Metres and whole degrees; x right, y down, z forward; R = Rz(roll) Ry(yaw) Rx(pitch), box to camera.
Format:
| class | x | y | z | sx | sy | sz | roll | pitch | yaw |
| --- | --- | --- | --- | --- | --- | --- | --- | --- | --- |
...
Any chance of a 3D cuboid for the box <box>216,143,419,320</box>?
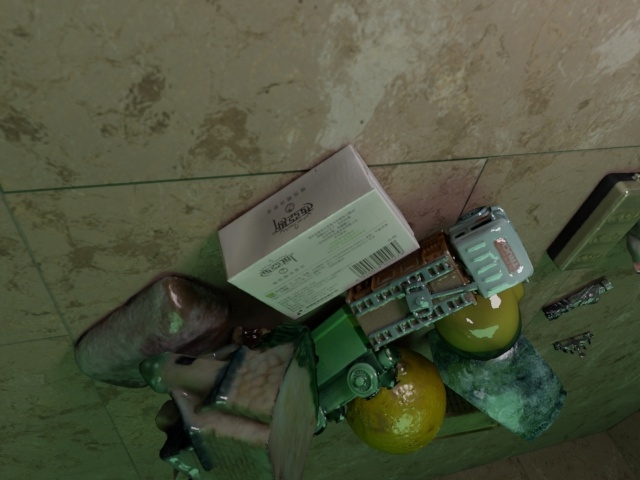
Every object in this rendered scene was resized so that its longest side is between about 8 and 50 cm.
| class | x | y | z | sx | sy | sz | roll | pitch | yaw |
| --- | --- | --- | --- | --- | --- | --- | --- | --- | --- |
| box | 0.000 | 0.000 | 0.759 | 0.261 | 0.111 | 0.194 | -29 | 142 | 14 |

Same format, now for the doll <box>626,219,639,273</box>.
| class | x | y | z | sx | sy | sz | roll | pitch | yaw |
| --- | --- | --- | --- | --- | --- | --- | --- | --- | --- |
| doll | 0.741 | -0.024 | 1.048 | 0.111 | 0.106 | 0.180 | -19 | 139 | -3 |

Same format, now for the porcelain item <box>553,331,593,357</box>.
| class | x | y | z | sx | sy | sz | roll | pitch | yaw |
| --- | --- | --- | --- | --- | --- | --- | --- | --- | --- |
| porcelain item | 0.846 | 0.353 | 1.560 | 0.136 | 0.075 | 0.021 | -17 | 140 | -2 |

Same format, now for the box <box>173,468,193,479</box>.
| class | x | y | z | sx | sy | sz | roll | pitch | yaw |
| --- | --- | --- | --- | --- | --- | --- | --- | --- | --- |
| box | -0.293 | 0.596 | 1.373 | 0.200 | 0.065 | 0.343 | 4 | 135 | -28 |

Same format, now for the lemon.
| class | x | y | z | sx | sy | sz | roll | pitch | yaw |
| --- | --- | --- | --- | --- | --- | --- | --- | --- | --- |
| lemon | 0.180 | 0.389 | 1.178 | 0.258 | 0.257 | 0.310 | -14 | 142 | -7 |

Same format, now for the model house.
| class | x | y | z | sx | sy | sz | roll | pitch | yaw |
| --- | --- | --- | --- | --- | --- | --- | --- | --- | --- |
| model house | -0.163 | 0.294 | 0.845 | 0.285 | 0.243 | 0.298 | 3 | 129 | 11 |

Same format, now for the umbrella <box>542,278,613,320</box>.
| class | x | y | z | sx | sy | sz | roll | pitch | yaw |
| --- | --- | --- | --- | --- | --- | --- | --- | --- | --- |
| umbrella | 0.708 | 0.167 | 1.304 | 0.188 | 0.050 | 0.046 | -31 | 162 | 14 |

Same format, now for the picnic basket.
| class | x | y | z | sx | sy | sz | roll | pitch | yaw |
| --- | --- | --- | --- | --- | --- | --- | --- | --- | --- |
| picnic basket | 0.425 | 0.486 | 1.468 | 0.313 | 0.175 | 0.228 | -5 | 140 | -11 |

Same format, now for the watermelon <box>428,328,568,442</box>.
| class | x | y | z | sx | sy | sz | roll | pitch | yaw |
| --- | --- | --- | --- | --- | --- | --- | --- | --- | --- |
| watermelon | 0.456 | 0.342 | 1.287 | 0.228 | 0.387 | 0.258 | -48 | 179 | -3 |

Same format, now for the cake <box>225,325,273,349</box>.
| class | x | y | z | sx | sy | sz | roll | pitch | yaw |
| --- | --- | --- | --- | --- | --- | --- | --- | --- | --- |
| cake | -0.167 | 0.307 | 1.032 | 0.112 | 0.135 | 0.246 | 8 | 133 | -29 |

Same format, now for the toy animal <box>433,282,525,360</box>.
| class | x | y | z | sx | sy | sz | roll | pitch | yaw |
| --- | --- | --- | --- | --- | --- | --- | --- | --- | --- |
| toy animal | 0.324 | 0.149 | 1.003 | 0.216 | 0.191 | 0.338 | -16 | 142 | 15 |

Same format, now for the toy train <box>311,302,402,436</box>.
| class | x | y | z | sx | sy | sz | roll | pitch | yaw |
| --- | --- | --- | --- | --- | --- | --- | --- | --- | --- |
| toy train | 0.030 | 0.279 | 1.032 | 0.301 | 0.202 | 0.120 | -43 | 154 | 26 |

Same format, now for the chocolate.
| class | x | y | z | sx | sy | sz | roll | pitch | yaw |
| --- | --- | --- | --- | --- | --- | --- | --- | --- | --- |
| chocolate | -0.306 | 0.192 | 0.875 | 0.303 | 0.100 | 0.185 | -33 | 143 | 21 |

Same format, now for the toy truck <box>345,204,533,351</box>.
| class | x | y | z | sx | sy | sz | roll | pitch | yaw |
| --- | --- | --- | --- | --- | --- | --- | --- | --- | --- |
| toy truck | 0.196 | 0.064 | 0.804 | 0.306 | 0.136 | 0.162 | -29 | -175 | 15 |

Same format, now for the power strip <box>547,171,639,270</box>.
| class | x | y | z | sx | sy | sz | roll | pitch | yaw |
| --- | --- | --- | --- | --- | --- | --- | --- | --- | --- |
| power strip | 0.594 | -0.037 | 1.000 | 0.105 | 0.070 | 0.256 | -6 | 138 | -17 |
